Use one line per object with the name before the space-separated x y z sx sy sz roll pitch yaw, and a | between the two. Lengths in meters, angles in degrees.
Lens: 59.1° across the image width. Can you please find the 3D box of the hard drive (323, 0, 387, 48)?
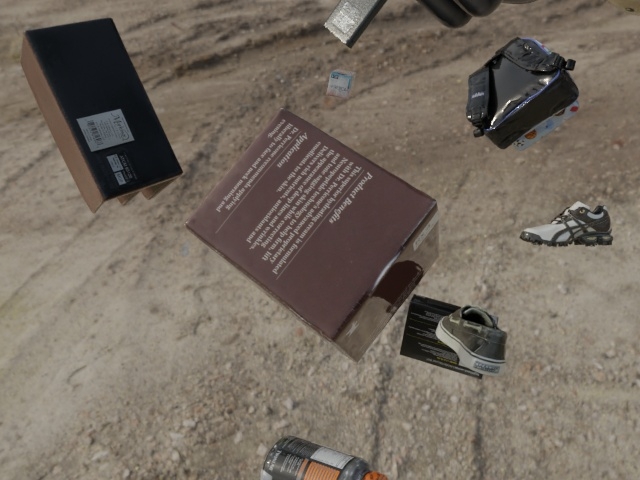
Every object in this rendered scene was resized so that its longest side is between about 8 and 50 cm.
hard drive | 0.075 -0.483 1.180 0.022 0.135 0.094 12 34 -53

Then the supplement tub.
supplement tub | 0.008 0.396 0.912 0.191 0.116 0.117 6 37 34

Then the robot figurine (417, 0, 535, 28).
robot figurine | 0.177 -0.328 0.486 0.278 0.174 0.209 -52 52 4

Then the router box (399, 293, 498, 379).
router box | 0.264 0.199 1.176 0.179 0.133 0.046 15 23 17

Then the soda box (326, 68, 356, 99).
soda box | 0.058 -0.421 1.513 0.058 0.062 0.183 13 21 2

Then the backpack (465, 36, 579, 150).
backpack | 0.517 -0.387 1.461 0.277 0.213 0.263 -33 43 26

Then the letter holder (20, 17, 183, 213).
letter holder | -0.415 -0.209 1.039 0.152 0.301 0.214 -27 5 -34

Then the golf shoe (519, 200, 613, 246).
golf shoe | 0.497 -0.033 1.148 0.198 0.093 0.077 -2 6 -14

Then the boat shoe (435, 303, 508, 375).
boat shoe | 0.230 0.134 0.838 0.078 0.070 0.219 12 5 -3

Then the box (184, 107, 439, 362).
box | 0.000 0.000 0.621 0.203 0.167 0.168 36 81 21

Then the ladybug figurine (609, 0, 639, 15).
ladybug figurine | 0.908 -0.687 1.381 0.450 0.161 0.305 -21 46 7
